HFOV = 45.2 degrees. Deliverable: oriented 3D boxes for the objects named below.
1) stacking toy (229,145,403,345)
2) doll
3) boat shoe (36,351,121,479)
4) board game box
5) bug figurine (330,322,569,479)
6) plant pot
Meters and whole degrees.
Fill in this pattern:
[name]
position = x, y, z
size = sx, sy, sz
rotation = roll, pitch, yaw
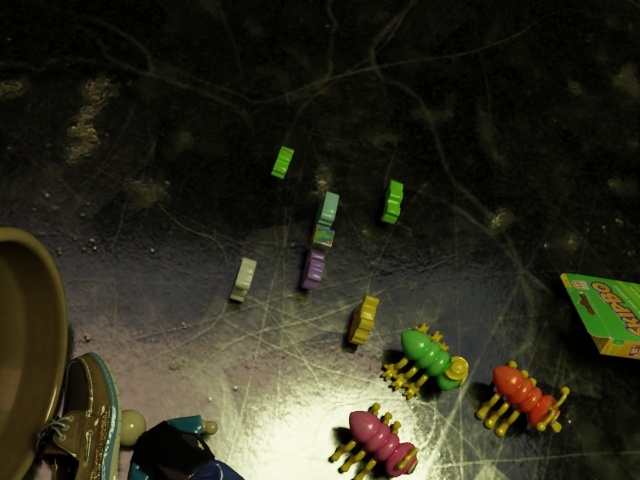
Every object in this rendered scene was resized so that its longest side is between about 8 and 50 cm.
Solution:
[stacking toy]
position = 0.000, 0.000, 0.930
size = 0.167, 0.052, 0.221
rotation = 19, 62, -7
[doll]
position = -0.142, 0.243, 0.785
size = 0.189, 0.046, 0.129
rotation = 41, 63, 6
[boat shoe]
position = -0.239, 0.199, 0.757
size = 0.066, 0.066, 0.183
rotation = 13, 59, -47
[board game box]
position = 0.432, 0.104, 0.966
size = 0.259, 0.039, 0.124
rotation = 11, 33, -11
[bug figurine]
position = 0.144, 0.216, 0.854
size = 0.216, 0.072, 0.279
rotation = 37, 64, 4
[plant pot]
position = -0.392, 0.108, 0.696
size = 0.229, 0.263, 0.263
rotation = 5, 64, 9
